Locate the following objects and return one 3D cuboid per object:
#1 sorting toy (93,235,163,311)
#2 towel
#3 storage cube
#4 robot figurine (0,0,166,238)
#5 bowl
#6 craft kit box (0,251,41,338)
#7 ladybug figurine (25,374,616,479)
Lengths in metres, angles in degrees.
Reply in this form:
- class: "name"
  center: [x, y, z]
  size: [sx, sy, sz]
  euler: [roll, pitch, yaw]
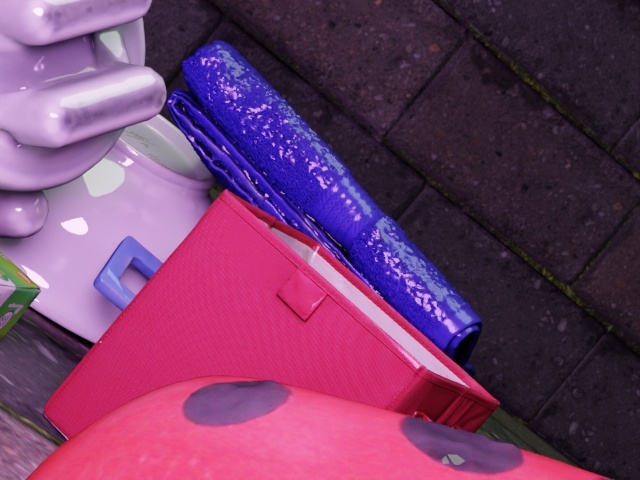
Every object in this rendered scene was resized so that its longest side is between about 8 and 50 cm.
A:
- class: "sorting toy"
  center: [-0.023, 0.117, 1.487]
  size: [0.347, 0.047, 0.196]
  euler: [50, 36, 2]
- class: "towel"
  center: [0.000, 0.000, 1.509]
  size: [0.308, 0.076, 0.227]
  euler: [48, -9, 14]
- class: "storage cube"
  center: [-0.028, 0.112, 1.293]
  size: [0.215, 0.193, 0.184]
  euler: [42, 5, 22]
- class: "robot figurine"
  center: [-0.270, -0.142, 1.423]
  size: [0.353, 0.300, 0.200]
  euler: [10, 19, 42]
- class: "bowl"
  center: [-0.182, -0.041, 1.620]
  size: [0.298, 0.134, 0.298]
  euler: [34, 15, -10]
- class: "craft kit box"
  center: [-0.320, -0.033, 1.238]
  size: [0.250, 0.061, 0.246]
  euler: [41, 7, 10]
- class: "ladybug figurine"
  center: [0.058, 0.173, 0.848]
  size: [0.449, 0.162, 0.305]
  euler: [19, -12, -12]
